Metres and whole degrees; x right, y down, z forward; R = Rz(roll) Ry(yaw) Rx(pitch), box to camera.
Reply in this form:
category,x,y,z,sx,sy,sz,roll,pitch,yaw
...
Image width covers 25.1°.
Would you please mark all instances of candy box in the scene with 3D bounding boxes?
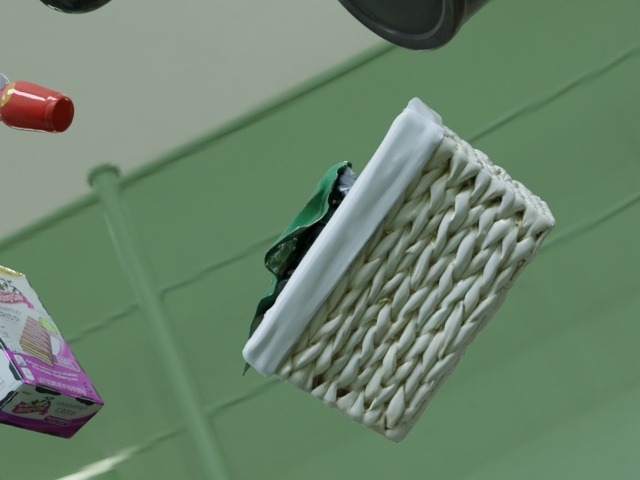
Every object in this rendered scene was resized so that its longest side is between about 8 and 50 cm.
category,x,y,z,sx,sy,sz,roll,pitch,yaw
candy box,-0.382,0.124,1.751,0.071,0.233,0.159,-45,-30,10

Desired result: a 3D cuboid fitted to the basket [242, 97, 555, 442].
category,x,y,z,sx,sy,sz,roll,pitch,yaw
basket,0.047,0.017,0.810,0.167,0.103,0.113,-57,0,10

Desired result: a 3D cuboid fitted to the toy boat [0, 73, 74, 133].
category,x,y,z,sx,sy,sz,roll,pitch,yaw
toy boat,-0.411,-0.123,1.525,0.318,0.148,0.267,-26,-54,-57

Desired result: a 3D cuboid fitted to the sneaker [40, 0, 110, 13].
category,x,y,z,sx,sy,sz,roll,pitch,yaw
sneaker,-0.084,-0.287,1.012,0.330,0.146,0.122,-51,-45,4

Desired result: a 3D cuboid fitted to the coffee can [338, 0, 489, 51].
category,x,y,z,sx,sy,sz,roll,pitch,yaw
coffee can,0.139,-0.340,1.356,0.275,0.201,0.201,-43,-28,-21

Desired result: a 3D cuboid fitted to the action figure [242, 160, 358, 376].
category,x,y,z,sx,sy,sz,roll,pitch,yaw
action figure,0.000,0.000,1.143,0.063,0.232,0.137,26,-60,0
